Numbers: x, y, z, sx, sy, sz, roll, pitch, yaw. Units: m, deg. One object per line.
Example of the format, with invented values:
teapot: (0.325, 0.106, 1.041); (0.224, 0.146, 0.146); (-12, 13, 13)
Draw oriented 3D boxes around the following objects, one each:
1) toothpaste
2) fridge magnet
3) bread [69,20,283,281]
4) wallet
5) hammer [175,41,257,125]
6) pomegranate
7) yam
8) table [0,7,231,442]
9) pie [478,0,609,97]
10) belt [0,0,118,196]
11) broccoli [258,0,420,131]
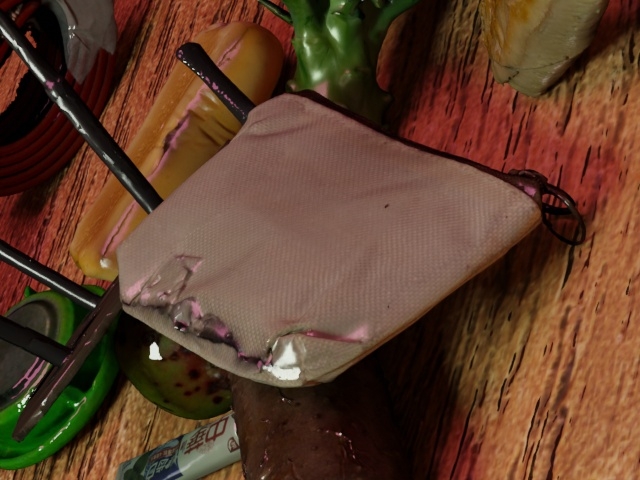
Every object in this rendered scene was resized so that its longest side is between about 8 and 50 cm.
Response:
toothpaste: (-0.113, 0.187, 1.554); (0.233, 0.038, 0.060); (-30, 36, 42)
fridge magnet: (-0.278, 0.131, 1.800); (0.208, 0.088, 0.208); (-30, 39, 28)
bread: (-0.139, -0.084, 1.816); (0.305, 0.091, 0.142); (-59, 18, -7)
wallet: (0.000, -0.003, 1.375); (0.275, 0.068, 0.335); (-38, 39, -23)
hammer: (-0.035, -0.084, 1.551); (0.103, 0.246, 0.029); (-24, -24, -45)
pomegranate: (-0.102, 0.079, 1.566); (0.148, 0.148, 0.169); (-47, 4, 15)
yam: (-0.007, 0.134, 1.362); (0.131, 0.131, 0.279); (-44, 30, 20)
table: (-0.279, -0.010, 1.550); (0.317, 0.249, 0.317); (-52, 7, 9)
pie: (0.176, -0.207, 1.363); (0.282, 0.068, 0.128); (105, 153, -70)
belt: (-0.369, -0.204, 2.149); (0.115, 0.227, 0.324); (18, 75, 57)
broccoli: (0.026, -0.231, 1.595); (0.297, 0.297, 0.297); (-3, 94, 55)
